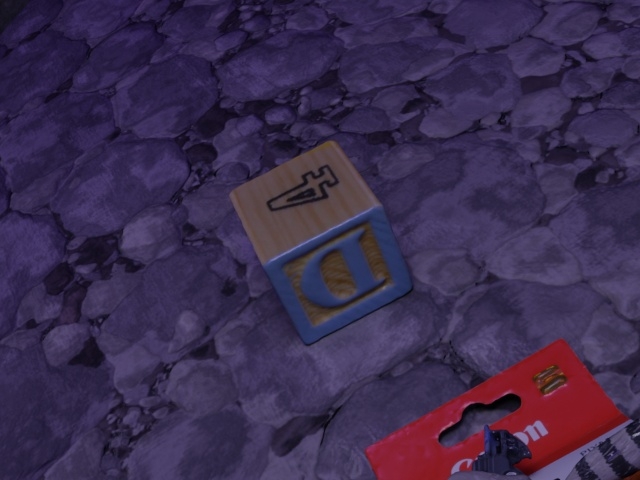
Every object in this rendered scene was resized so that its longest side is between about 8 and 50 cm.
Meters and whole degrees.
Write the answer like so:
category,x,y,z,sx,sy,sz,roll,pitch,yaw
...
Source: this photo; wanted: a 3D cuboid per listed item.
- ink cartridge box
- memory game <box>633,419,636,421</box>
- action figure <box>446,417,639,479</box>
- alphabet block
category,x,y,z,sx,sy,sz,roll,pitch,yaw
ink cartridge box,0.235,0.289,0.976,0.308,0.091,0.385,-30,43,1
memory game,0.371,0.282,0.988,0.186,0.012,0.186,-14,43,13
action figure,0.203,0.242,0.843,0.330,0.178,0.341,-22,25,13
alphabet block,0.000,0.000,1.336,0.193,0.192,0.197,-26,40,-4
